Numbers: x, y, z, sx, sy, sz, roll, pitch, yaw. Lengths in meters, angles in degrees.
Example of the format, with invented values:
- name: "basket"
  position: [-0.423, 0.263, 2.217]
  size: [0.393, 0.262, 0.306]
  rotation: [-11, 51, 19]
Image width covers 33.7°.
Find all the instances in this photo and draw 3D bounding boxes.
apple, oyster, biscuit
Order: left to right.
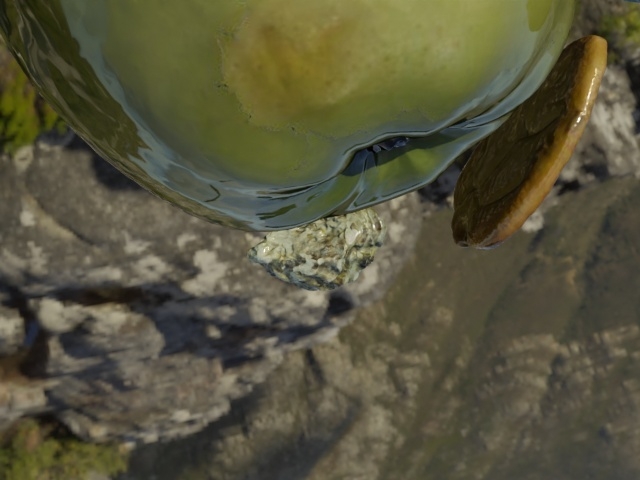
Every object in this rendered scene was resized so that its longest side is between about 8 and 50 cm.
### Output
- name: "apple"
  position: [-0.029, -0.178, 0.605]
  size: [0.357, 0.357, 0.357]
  rotation: [-13, 156, -6]
- name: "oyster"
  position: [-0.001, 0.000, 0.923]
  size: [0.100, 0.098, 0.037]
  rotation: [-58, 174, 6]
- name: "biscuit"
  position: [0.212, -0.102, 1.101]
  size: [0.041, 0.203, 0.260]
  rotation: [28, 114, -10]

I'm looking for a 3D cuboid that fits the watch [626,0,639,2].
- name: "watch"
  position: [0.504, -0.464, 1.611]
  size: [0.210, 0.193, 0.211]
  rotation: [7, -175, -1]
